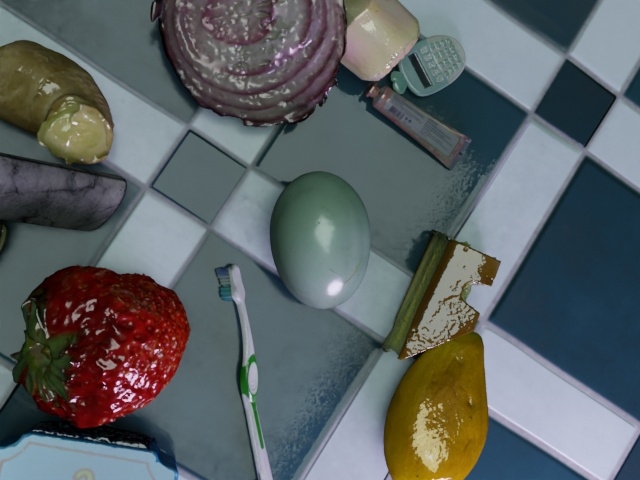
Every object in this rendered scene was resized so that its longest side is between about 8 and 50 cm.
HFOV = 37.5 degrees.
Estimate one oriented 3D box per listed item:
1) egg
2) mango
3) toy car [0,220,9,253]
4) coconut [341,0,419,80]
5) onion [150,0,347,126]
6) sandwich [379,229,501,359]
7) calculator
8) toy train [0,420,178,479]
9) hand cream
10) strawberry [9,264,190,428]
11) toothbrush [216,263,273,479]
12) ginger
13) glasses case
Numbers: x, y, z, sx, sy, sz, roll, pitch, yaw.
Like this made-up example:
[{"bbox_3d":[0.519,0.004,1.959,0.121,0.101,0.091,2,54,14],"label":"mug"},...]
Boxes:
[{"bbox_3d":[0.000,0.000,1.570,0.168,0.168,0.230,-4,94,-11],"label":"egg"},{"bbox_3d":[0.206,0.304,1.630,0.177,0.119,0.316,18,82,-3],"label":"mango"},{"bbox_3d":[-0.602,-0.052,1.441,0.204,0.198,0.247,-35,96,-10],"label":"toy car"},{"bbox_3d":[0.077,-0.360,1.602,0.153,0.147,0.147,39,82,-12],"label":"coconut"},{"bbox_3d":[-0.110,-0.337,1.577,0.315,0.146,0.279,-3,111,4],"label":"onion"},{"bbox_3d":[0.209,0.109,1.635,0.128,0.122,0.235,26,87,-6],"label":"sandwich"},{"bbox_3d":[0.191,-0.310,1.687,0.153,0.021,0.095,-29,94,-10],"label":"calculator"},{"bbox_3d":[-0.373,0.421,1.487,0.301,0.188,0.264,11,82,-9],"label":"toy train"},{"bbox_3d":[0.171,-0.210,1.675,0.210,0.043,0.067,35,85,-14],"label":"hand cream"},{"bbox_3d":[-0.324,0.158,1.482,0.277,0.257,0.257,-13,92,-45],"label":"strawberry"},{"bbox_3d":[-0.118,0.246,1.606,0.040,0.042,0.417,-11,91,29],"label":"toothbrush"},{"bbox_3d":[-0.435,-0.226,1.508,0.267,0.152,0.138,34,109,9],"label":"ginger"},{"bbox_3d":[-0.435,-0.078,1.434,0.114,0.299,0.060,-47,62,21],"label":"glasses case"}]
